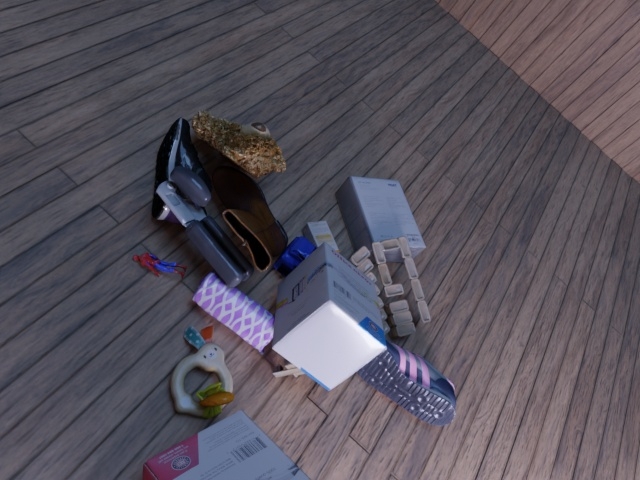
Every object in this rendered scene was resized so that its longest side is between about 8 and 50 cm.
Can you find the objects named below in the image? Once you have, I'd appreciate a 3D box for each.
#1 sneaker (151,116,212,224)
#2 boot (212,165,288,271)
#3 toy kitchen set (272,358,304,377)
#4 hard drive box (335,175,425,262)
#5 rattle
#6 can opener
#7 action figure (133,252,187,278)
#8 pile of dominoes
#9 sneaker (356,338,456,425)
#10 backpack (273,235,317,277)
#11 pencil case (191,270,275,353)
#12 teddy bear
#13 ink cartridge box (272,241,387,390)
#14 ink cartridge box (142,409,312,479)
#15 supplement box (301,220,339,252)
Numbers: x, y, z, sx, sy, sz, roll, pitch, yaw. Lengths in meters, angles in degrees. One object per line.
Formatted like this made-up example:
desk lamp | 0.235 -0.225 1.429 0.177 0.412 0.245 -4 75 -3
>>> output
sneaker | -0.323 -0.158 1.408 0.124 0.107 0.284 18 57 -32
boot | -0.184 -0.057 1.314 0.264 0.096 0.280 59 9 -3
toy kitchen set | -0.071 0.254 1.280 0.068 0.083 0.075 -15 58 7
hard drive box | 0.166 -0.058 1.639 0.180 0.089 0.232 2 58 -32
rattle | -0.222 0.235 1.150 0.130 0.143 0.200 9 58 -5
can opener | -0.240 -0.035 1.253 0.283 0.095 0.076 49 36 9
action figure | -0.350 0.054 1.272 0.115 0.030 0.038 21 43 -12
pile of dominoes | 0.170 0.124 1.501 0.195 0.040 0.252 -8 77 -31
sneaker | 0.187 0.302 1.398 0.319 0.112 0.131 41 29 -4
backpack | -0.037 0.060 1.419 0.120 0.101 0.098 41 52 -6
pencil case | -0.180 0.151 1.273 0.206 0.086 0.088 39 12 -5
teddy bear | -0.196 -0.241 1.422 0.245 0.338 0.113 34 90 -12
ink cartridge box | 0.015 0.157 1.264 0.171 0.168 0.233 41 21 -20
ink cartridge box | -0.134 0.447 0.975 0.207 0.117 0.283 -18 38 -40
supplement box | 0.000 0.000 1.527 0.062 0.036 0.099 -6 62 -35
